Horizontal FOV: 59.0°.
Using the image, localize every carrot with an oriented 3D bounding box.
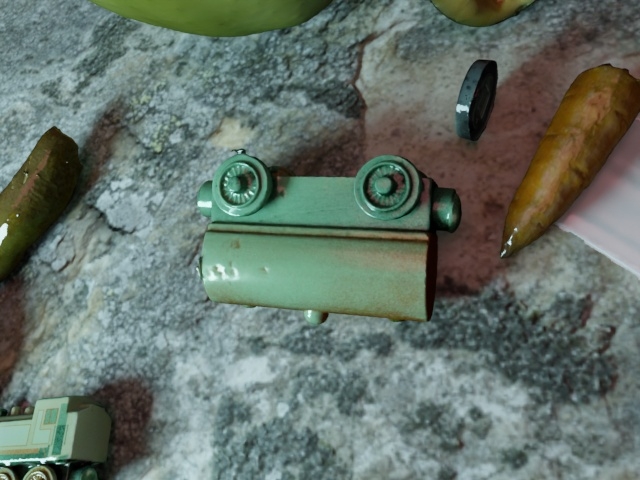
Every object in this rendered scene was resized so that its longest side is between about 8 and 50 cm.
[{"bbox_3d":[0.231,-0.069,0.552,0.072,0.072,0.205,34,90,23],"label":"carrot"}]

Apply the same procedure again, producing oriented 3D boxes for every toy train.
[{"bbox_3d":[0.000,0.000,0.595,0.286,0.116,0.177,3,88,17],"label":"toy train"},{"bbox_3d":[-0.333,0.245,0.641,0.194,0.081,0.125,-9,62,17],"label":"toy train"}]

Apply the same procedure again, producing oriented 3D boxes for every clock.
[{"bbox_3d":[0.163,-0.146,0.590,0.017,0.085,0.085,19,81,27],"label":"clock"}]

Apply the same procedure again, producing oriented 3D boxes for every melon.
[{"bbox_3d":[0.189,-0.309,0.639,0.160,0.079,0.128,-22,51,11],"label":"melon"}]

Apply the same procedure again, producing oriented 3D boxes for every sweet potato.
[{"bbox_3d":[-0.383,-0.031,0.737,0.077,0.077,0.243,27,88,22],"label":"sweet potato"}]

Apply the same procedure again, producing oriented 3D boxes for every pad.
[{"bbox_3d":[0.339,-0.034,0.545,0.232,0.004,0.156,39,88,23],"label":"pad"}]

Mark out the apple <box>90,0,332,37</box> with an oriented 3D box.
[{"bbox_3d":[-0.131,-0.437,0.584,0.474,0.473,0.473,-5,73,16],"label":"apple"}]
